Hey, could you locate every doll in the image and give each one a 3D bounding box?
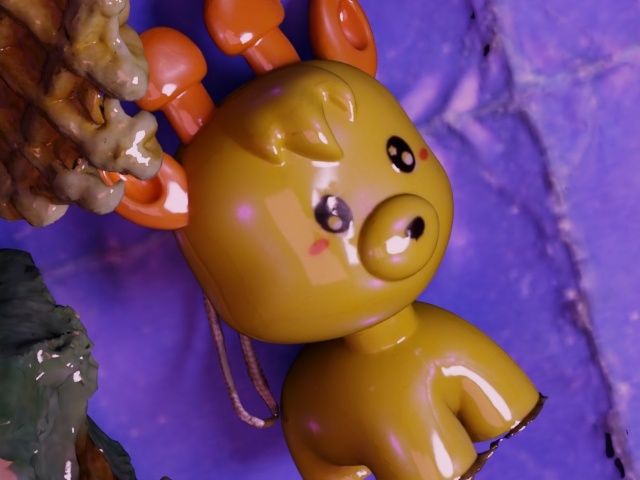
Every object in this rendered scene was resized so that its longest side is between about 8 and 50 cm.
[{"bbox_3d":[0.000,0.000,0.699,0.143,0.135,0.221,-40,109,-26],"label":"doll"}]

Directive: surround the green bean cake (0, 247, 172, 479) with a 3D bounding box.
[{"bbox_3d":[-0.130,0.168,0.716,0.300,0.169,0.308,1,110,-7],"label":"green bean cake"}]

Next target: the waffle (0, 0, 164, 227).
[{"bbox_3d":[-0.133,-0.083,0.626,0.036,0.183,0.169,-34,114,-40],"label":"waffle"}]
